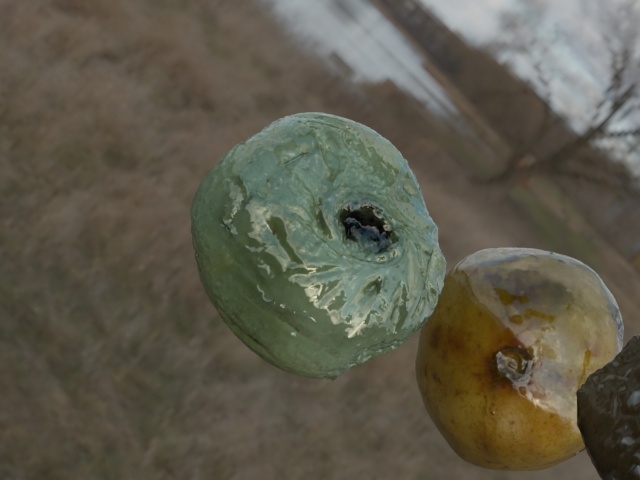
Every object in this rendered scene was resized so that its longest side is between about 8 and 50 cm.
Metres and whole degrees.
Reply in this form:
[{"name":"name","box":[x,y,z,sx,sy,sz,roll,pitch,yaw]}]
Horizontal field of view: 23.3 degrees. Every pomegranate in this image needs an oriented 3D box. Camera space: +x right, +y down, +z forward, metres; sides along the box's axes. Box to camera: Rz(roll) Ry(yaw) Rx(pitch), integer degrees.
[{"name":"pomegranate","box":[0.221,0.132,1.748,0.260,0.260,0.260,43,8,-8]}]

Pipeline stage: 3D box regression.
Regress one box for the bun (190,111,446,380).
[{"name":"bun","box":[-0.002,-0.003,1.251,0.221,0.221,0.108,45,-16,6]}]

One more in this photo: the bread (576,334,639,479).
[{"name":"bread","box":[0.258,0.200,0.715,0.165,0.113,0.416,47,8,-30]}]
